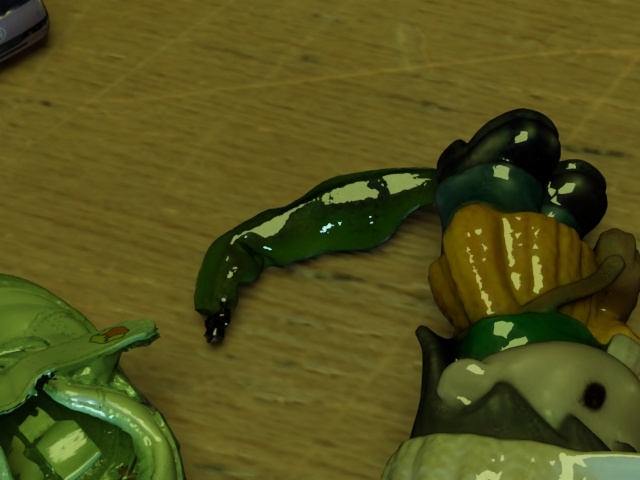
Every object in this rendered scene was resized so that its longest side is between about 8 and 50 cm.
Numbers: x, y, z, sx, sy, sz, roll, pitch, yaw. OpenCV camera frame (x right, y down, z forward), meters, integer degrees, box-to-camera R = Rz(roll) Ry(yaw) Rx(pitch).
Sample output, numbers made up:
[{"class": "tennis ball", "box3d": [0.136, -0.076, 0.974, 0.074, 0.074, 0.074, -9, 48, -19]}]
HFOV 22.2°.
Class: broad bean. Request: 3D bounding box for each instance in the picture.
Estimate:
[{"class": "broad bean", "box3d": [-0.006, -0.005, 1.088, 0.195, 0.046, 0.061, -32, 78, -7]}]

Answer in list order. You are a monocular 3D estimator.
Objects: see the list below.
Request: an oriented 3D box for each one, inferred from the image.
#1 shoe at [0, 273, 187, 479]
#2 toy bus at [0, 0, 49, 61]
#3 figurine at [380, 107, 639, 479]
[{"class": "shoe", "box3d": [-0.158, 0.115, 1.006, 0.140, 0.128, 0.262, -28, 67, -26]}, {"class": "toy bus", "box3d": [-0.278, -0.220, 1.176, 0.096, 0.108, 0.199, -30, 66, -11]}, {"class": "figurine", "box3d": [0.117, 0.096, 0.979, 0.204, 0.185, 0.332, -37, 42, 20]}]
